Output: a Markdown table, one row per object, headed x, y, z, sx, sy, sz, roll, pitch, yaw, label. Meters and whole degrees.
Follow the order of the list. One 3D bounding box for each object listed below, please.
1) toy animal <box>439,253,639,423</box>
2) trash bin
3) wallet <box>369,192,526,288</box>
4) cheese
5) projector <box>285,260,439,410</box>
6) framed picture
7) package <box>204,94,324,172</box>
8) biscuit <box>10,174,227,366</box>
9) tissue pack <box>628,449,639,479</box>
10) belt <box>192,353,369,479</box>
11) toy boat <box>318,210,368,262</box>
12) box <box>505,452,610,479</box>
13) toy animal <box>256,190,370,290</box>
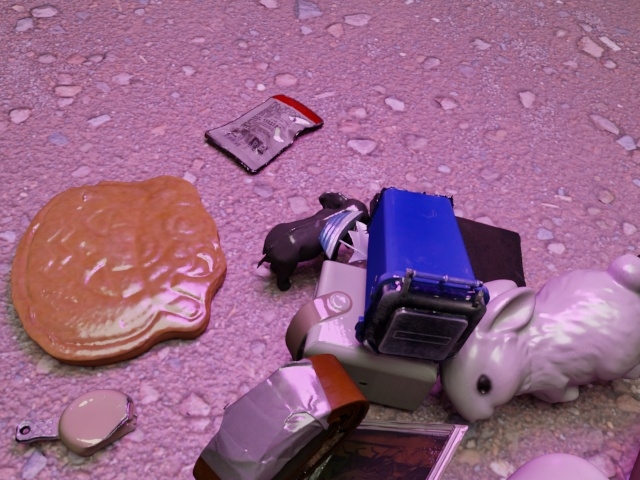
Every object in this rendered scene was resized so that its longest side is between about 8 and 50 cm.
| x | y | z | sx | sy | sz | roll | pitch | yaw | label |
| --- | --- | --- | --- | --- | --- | --- | --- | --- | --- |
| 0.352 | 0.152 | 1.006 | 0.357 | 0.258 | 0.194 | -7 | 19 | -21 | toy animal |
| 0.140 | 0.038 | 0.921 | 0.162 | 0.184 | 0.234 | 10 | 46 | -9 | trash bin |
| 0.234 | 0.025 | 1.152 | 0.321 | 0.044 | 0.170 | 14 | 59 | -19 | wallet |
| -0.362 | 0.281 | 0.948 | 0.171 | 0.047 | 0.092 | -21 | 55 | -21 | cheese |
| 0.068 | 0.151 | 1.024 | 0.242 | 0.163 | 0.177 | 12 | 51 | 0 | projector |
| 0.065 | 0.321 | 0.863 | 0.014 | 0.252 | 0.197 | 50 | 55 | -16 | framed picture |
| -0.118 | -0.247 | 1.392 | 0.154 | 0.030 | 0.239 | 37 | 57 | 22 | package |
| -0.356 | 0.035 | 1.131 | 0.365 | 0.062 | 0.385 | -9 | 54 | -14 | biscuit |
| 0.655 | 0.362 | 0.855 | 0.387 | 0.277 | 0.267 | 33 | 54 | 17 | tissue pack |
| -0.058 | 0.276 | 0.883 | 0.261 | 0.184 | 0.105 | -45 | 61 | 7 | belt |
| 0.072 | -0.003 | 1.050 | 0.149 | 0.034 | 0.105 | 10 | 58 | -1 | toy boat |
| 0.273 | 0.452 | 0.741 | 0.288 | 0.141 | 0.349 | -30 | 102 | -25 | box |
| 0.005 | 0.003 | 1.140 | 0.245 | 0.146 | 0.114 | -32 | 61 | -28 | toy animal |
